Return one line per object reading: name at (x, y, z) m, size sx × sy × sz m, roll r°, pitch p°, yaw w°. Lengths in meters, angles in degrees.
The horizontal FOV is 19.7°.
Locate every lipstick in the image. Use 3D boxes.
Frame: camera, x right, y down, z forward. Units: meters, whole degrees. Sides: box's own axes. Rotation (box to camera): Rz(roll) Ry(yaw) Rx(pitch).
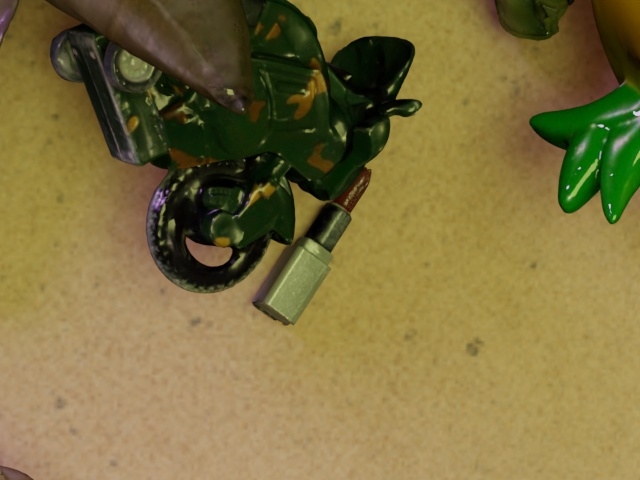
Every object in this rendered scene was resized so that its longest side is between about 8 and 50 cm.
lipstick at (0.000, 0.000, 1.098) m, size 0.025 × 0.025 × 0.107 m, roll 36°, pitch 78°, yaw -16°

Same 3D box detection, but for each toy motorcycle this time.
toy motorcycle at (-0.048, -0.119, 1.002) m, size 0.187 × 0.124 × 0.275 m, roll -30°, pitch 114°, yaw -23°

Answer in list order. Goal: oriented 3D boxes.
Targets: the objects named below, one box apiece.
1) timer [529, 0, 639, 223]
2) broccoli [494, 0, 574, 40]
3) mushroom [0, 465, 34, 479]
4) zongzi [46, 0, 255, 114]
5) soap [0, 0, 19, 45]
timer at (0.240, -0.102, 1.050) m, size 0.285 × 0.285 × 0.285 m, roll -1°, pitch 94°, yaw -17°
broccoli at (0.048, -0.228, 1.040) m, size 0.198 × 0.177 × 0.275 m, roll -19°, pitch 112°, yaw -21°
mushroom at (-0.214, 0.177, 0.988) m, size 0.166 × 0.127 × 0.166 m, roll -13°, pitch 142°, yaw -10°
zongzi at (-0.088, -0.278, 0.857) m, size 0.393 × 0.174 × 0.356 m, roll 33°, pitch 74°, yaw 18°
soap at (-0.297, -0.134, 0.966) m, size 0.259 × 0.081 × 0.181 m, roll 21°, pitch 85°, yaw -16°
